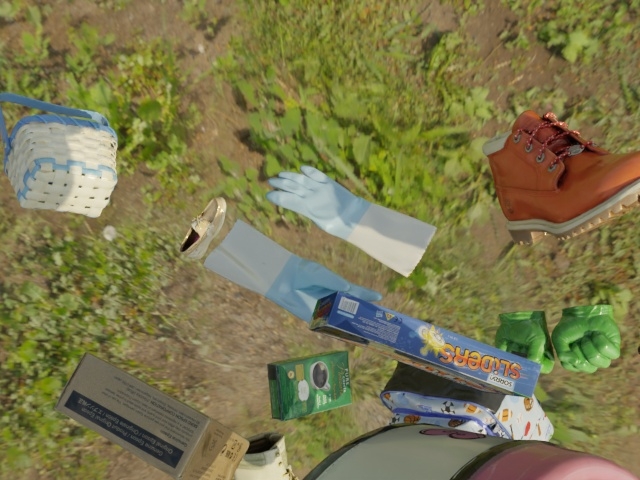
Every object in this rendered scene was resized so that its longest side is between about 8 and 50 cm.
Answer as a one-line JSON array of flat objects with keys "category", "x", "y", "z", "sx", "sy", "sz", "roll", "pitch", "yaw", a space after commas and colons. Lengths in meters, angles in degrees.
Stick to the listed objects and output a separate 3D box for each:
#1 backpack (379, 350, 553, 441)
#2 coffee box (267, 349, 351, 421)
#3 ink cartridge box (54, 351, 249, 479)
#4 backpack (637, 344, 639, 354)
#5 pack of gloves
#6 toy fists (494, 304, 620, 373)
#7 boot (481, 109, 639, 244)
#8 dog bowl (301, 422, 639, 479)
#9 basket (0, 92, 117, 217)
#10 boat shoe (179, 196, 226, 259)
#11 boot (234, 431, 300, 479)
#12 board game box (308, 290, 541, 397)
[{"category": "backpack", "x": 0.254, "y": 0.309, "z": 1.396, "sx": 0.263, "sy": 0.277, "sz": 0.213, "roll": 43, "pitch": 65, "yaw": -33}, {"category": "coffee box", "x": -0.019, "y": 0.284, "z": 1.649, "sx": 0.184, "sy": 0.040, "sz": 0.113, "roll": -6, "pitch": 91, "yaw": -41}, {"category": "ink cartridge box", "x": -0.217, "y": 0.252, "z": 1.130, "sx": 0.193, "sy": 0.234, "sz": 0.088, "roll": 23, "pitch": 74, "yaw": 16}, {"category": "backpack", "x": 0.358, "y": 0.105, "z": 0.727, "sx": 0.114, "sy": 0.105, "sz": 0.084, "roll": 20, "pitch": 115, "yaw": -12}, {"category": "pack of gloves", "x": 0.000, "y": 0.000, "z": 1.041, "sx": 0.232, "sy": 0.046, "sz": 0.195, "roll": 27, "pitch": 66, "yaw": 17}, {"category": "toy fists", "x": 0.507, "y": 0.220, "z": 1.815, "sx": 0.279, "sy": 0.096, "sz": 0.142, "roll": -10, "pitch": 78, "yaw": 33}, {"category": "boot", "x": 0.153, "y": -0.046, "z": 0.529, "sx": 0.059, "sy": 0.158, "sz": 0.084, "roll": -23, "pitch": 93, "yaw": -18}, {"category": "dog bowl", "x": 0.129, "y": 0.312, "z": 0.519, "sx": 0.150, "sy": 0.408, "sz": 0.407, "roll": -20, "pitch": 77, "yaw": 41}, {"category": "basket", "x": -0.576, "y": -0.199, "z": 1.835, "sx": 0.255, "sy": 0.201, "sz": 0.288, "roll": 8, "pitch": 50, "yaw": -33}, {"category": "boat shoe", "x": -0.277, "y": -0.029, "z": 1.954, "sx": 0.063, "sy": 0.059, "sz": 0.170, "roll": 47, "pitch": 116, "yaw": 43}, {"category": "boot", "x": -0.053, "y": 0.416, "z": 1.469, "sx": 0.213, "sy": 0.077, "sz": 0.165, "roll": -5, "pitch": 107, "yaw": -3}, {"category": "board game box", "x": 0.095, "y": 0.102, "z": 0.818, "sx": 0.201, "sy": 0.136, "sz": 0.035, "roll": 20, "pitch": 80, "yaw": -4}]
